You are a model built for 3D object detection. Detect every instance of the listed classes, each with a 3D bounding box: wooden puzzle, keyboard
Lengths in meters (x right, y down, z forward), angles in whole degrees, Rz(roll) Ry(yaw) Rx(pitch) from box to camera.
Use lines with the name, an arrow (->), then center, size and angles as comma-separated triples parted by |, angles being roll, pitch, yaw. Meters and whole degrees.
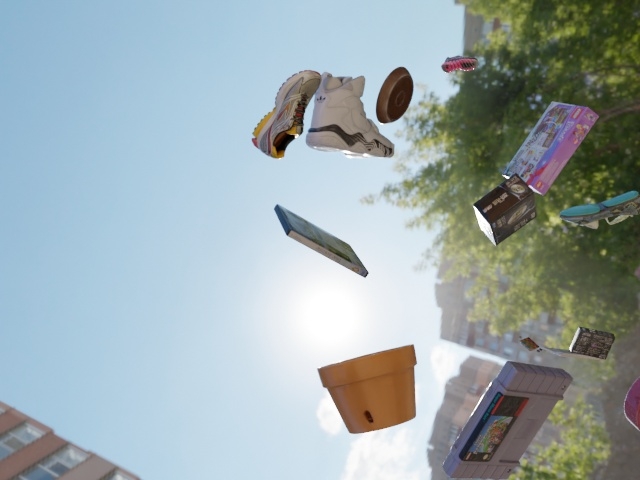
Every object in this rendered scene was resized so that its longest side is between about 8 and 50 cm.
wooden puzzle -> 0.683, 0.339, 2.116 | 0.049, 0.083, 0.006 | -9, -50, -35
keyboard -> 0.783, 0.350, 2.000 | 0.256, 0.072, 0.014 | 12, -90, -37

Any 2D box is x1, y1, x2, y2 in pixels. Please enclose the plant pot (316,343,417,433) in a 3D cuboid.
plant pot -> 0.154, 0.428, 1.857 | 0.291, 0.291, 0.203 | 6, -113, -63

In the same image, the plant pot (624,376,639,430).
plant pot -> 0.943, 0.457, 1.703 | 0.201, 0.180, 0.201 | -6, -67, -15

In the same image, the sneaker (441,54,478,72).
sneaker -> 0.437, -0.560, 2.019 | 0.047, 0.119, 0.057 | 57, -132, -42

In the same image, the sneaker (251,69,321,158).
sneaker -> -0.061, -0.283, 1.475 | 0.088, 0.093, 0.225 | 7, -58, -52

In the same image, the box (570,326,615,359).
box -> 0.644, 0.243, 1.534 | 0.018, 0.083, 0.067 | -71, -9, -60

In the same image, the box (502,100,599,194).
box -> 0.732, -0.300, 2.080 | 0.057, 0.201, 0.293 | 30, -81, -19

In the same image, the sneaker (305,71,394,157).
sneaker -> 0.101, -0.344, 1.816 | 0.366, 0.137, 0.210 | 0, -84, -52

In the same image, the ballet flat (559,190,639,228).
ballet flat -> 0.674, -0.061, 1.550 | 0.070, 0.188, 0.070 | -15, -90, -75

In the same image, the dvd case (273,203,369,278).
dvd case -> 0.000, 0.000, 1.684 | 0.253, 0.180, 0.022 | 29, -76, -25

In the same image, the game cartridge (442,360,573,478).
game cartridge -> 0.484, 0.477, 1.683 | 0.230, 0.068, 0.355 | 11, -67, -35

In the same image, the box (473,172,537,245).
box -> 0.518, -0.083, 1.809 | 0.147, 0.077, 0.180 | -36, -29, 3

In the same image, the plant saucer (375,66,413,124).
plant saucer -> 0.215, -0.402, 1.820 | 0.168, 0.029, 0.168 | -39, -35, -34
